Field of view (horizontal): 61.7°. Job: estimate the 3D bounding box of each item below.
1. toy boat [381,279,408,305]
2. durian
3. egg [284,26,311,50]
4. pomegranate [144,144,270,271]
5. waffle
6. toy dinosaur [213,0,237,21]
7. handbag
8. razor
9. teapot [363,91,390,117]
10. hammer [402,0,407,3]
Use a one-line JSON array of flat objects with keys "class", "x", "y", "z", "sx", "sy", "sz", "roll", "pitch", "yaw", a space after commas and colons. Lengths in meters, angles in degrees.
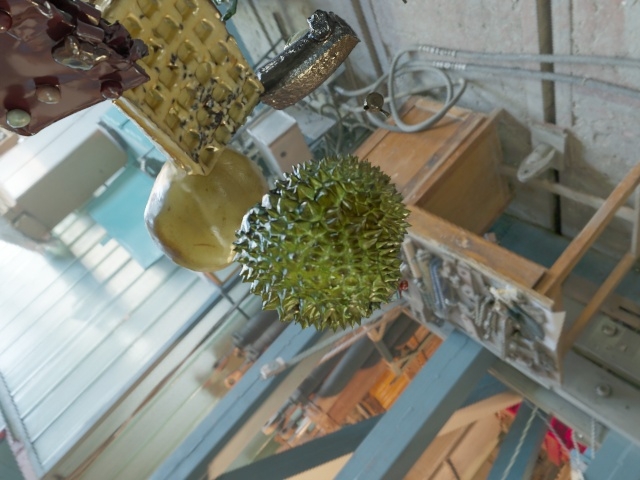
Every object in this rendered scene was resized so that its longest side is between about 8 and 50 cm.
[{"class": "toy boat", "x": 0.102, "y": 0.096, "z": 1.044, "sx": 0.173, "sy": 0.059, "sz": 0.069, "roll": 160, "pitch": 104, "yaw": -65}, {"class": "durian", "x": -0.004, "y": 0.000, "z": 0.762, "sx": 0.225, "sy": 0.291, "sz": 0.291, "roll": 18, "pitch": 176, "yaw": -22}, {"class": "egg", "x": -0.033, "y": -0.580, "z": 1.676, "sx": 0.164, "sy": 0.164, "sz": 0.201, "roll": 44, "pitch": 157, "yaw": -5}, {"class": "pomegranate", "x": -0.277, "y": -0.085, "z": 1.369, "sx": 0.332, "sy": 0.332, "sz": 0.332, "roll": 40, "pitch": 166, "yaw": 12}, {"class": "waffle", "x": -0.271, "y": -0.310, "z": 0.978, "sx": 0.114, "sy": 0.261, "sz": 0.376, "roll": 20, "pitch": 162, "yaw": 29}, {"class": "toy dinosaur", "x": -0.199, "y": -0.667, "z": 1.302, "sx": 0.087, "sy": 0.447, "sz": 0.301, "roll": 34, "pitch": 162, "yaw": -31}, {"class": "handbag", "x": -0.314, "y": -0.188, "z": 0.558, "sx": 0.203, "sy": 0.216, "sz": 0.074, "roll": 18, "pitch": -120, "yaw": -70}, {"class": "razor", "x": -0.047, "y": -0.497, "z": 1.514, "sx": 0.189, "sy": 0.327, "sz": 0.107, "roll": 3, "pitch": -122, "yaw": -58}, {"class": "teapot", "x": 0.199, "y": -0.469, "z": 1.912, "sx": 0.110, "sy": 0.085, "sz": 0.080, "roll": 46, "pitch": 172, "yaw": 3}, {"class": "hammer", "x": 0.180, "y": -0.866, "z": 1.692, "sx": 0.292, "sy": 0.029, "sz": 0.058, "roll": 49, "pitch": -163, "yaw": -6}]
